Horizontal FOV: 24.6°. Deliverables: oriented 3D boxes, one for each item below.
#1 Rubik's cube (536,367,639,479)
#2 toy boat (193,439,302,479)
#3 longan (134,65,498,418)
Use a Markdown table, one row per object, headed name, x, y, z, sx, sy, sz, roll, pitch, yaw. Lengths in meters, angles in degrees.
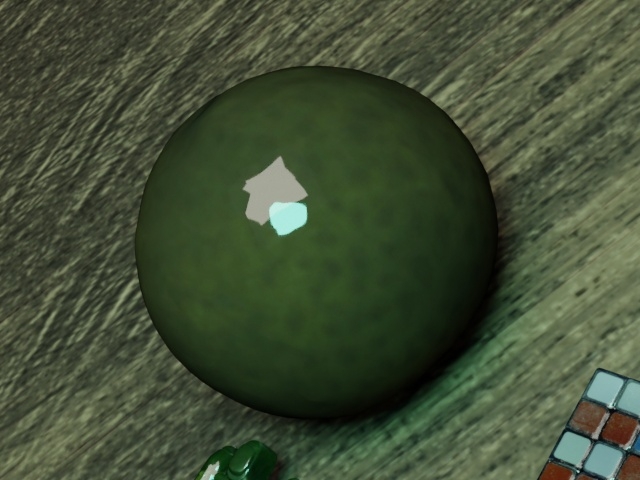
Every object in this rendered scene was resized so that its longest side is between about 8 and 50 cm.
| name | x | y | z | sx | sy | sz | roll | pitch | yaw |
| --- | --- | --- | --- | --- | --- | --- | --- | --- | --- |
| Rubik's cube | 0.201 | 0.148 | 0.900 | 0.092 | 0.092 | 0.092 | 18 | 67 | 37 |
| toy boat | -0.089 | 0.236 | 1.029 | 0.104 | 0.052 | 0.210 | 20 | 68 | 44 |
| longan | 0.000 | 0.000 | 1.033 | 0.258 | 0.258 | 0.258 | -15 | 51 | 20 |
